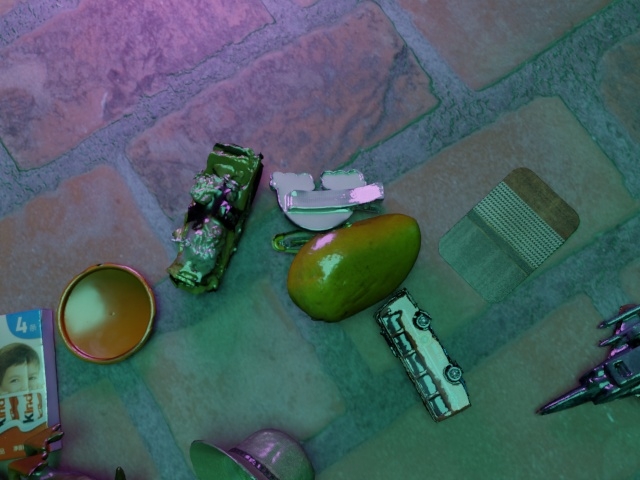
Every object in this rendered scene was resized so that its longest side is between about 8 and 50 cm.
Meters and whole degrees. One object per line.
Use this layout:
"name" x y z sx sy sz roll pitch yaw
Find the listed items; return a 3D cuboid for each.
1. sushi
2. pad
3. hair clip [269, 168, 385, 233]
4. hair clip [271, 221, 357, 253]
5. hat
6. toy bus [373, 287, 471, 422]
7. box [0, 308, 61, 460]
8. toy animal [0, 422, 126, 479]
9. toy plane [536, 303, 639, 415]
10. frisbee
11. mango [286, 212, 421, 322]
"sushi" -0.211 -0.047 1.009 0.139 0.131 0.290 19 88 5
"pad" 0.414 0.038 0.998 0.250 0.055 0.323 -43 62 -6
"hair clip" 0.011 -0.080 1.030 0.220 0.054 0.140 -3 64 2
"hair clip" 0.000 0.000 1.035 0.189 0.033 0.060 -5 80 -4
"hat" -0.085 0.394 0.898 0.257 0.257 0.130 47 52 10
"toy bus" 0.184 0.203 0.970 0.096 0.073 0.234 -31 80 3
"box" -0.631 0.278 1.002 0.274 0.048 0.264 -11 79 1
"toy animal" -0.465 0.427 0.914 0.298 0.122 0.185 -15 115 4
"toy plane" 0.526 0.229 0.931 0.326 0.104 0.223 -23 52 1
"frisbee" -0.403 0.138 1.025 0.192 0.035 0.192 -1 79 3
"mango" 0.064 0.043 0.963 0.262 0.130 0.167 -24 119 -13
